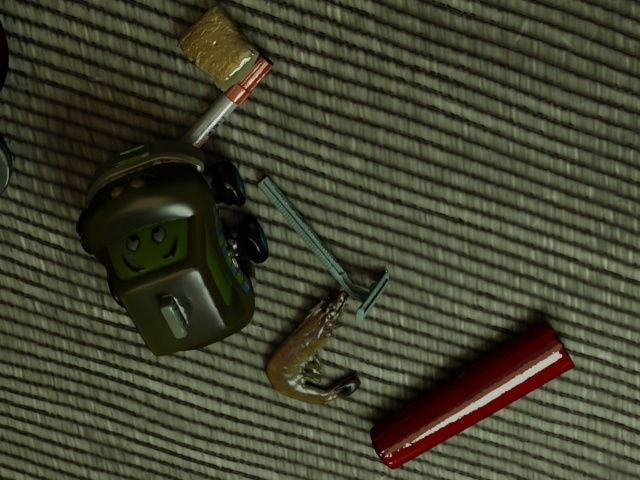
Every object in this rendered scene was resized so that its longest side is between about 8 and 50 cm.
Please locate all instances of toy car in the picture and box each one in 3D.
[{"bbox_3d":[-0.169,0.029,1.107,0.204,0.198,0.248,-19,122,4],"label":"toy car"}]

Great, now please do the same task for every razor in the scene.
[{"bbox_3d":[-0.005,0.003,1.190,0.211,0.084,0.036,46,132,-4],"label":"razor"}]

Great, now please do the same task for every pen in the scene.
[{"bbox_3d":[-0.143,-0.131,1.152,0.028,0.028,0.239,41,105,-13],"label":"pen"}]

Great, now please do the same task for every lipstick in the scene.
[{"bbox_3d":[0.192,0.204,1.248,0.280,0.073,0.073,-33,106,10],"label":"lipstick"}]

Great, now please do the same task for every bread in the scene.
[{"bbox_3d":[-0.116,-0.222,1.108,0.070,0.035,0.083,-45,83,13],"label":"bread"}]

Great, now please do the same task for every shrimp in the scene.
[{"bbox_3d":[0.012,0.148,1.248,0.124,0.034,0.178,35,107,-14],"label":"shrimp"}]

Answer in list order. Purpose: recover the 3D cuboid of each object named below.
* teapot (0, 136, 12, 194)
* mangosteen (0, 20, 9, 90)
[{"bbox_3d":[-0.423,-0.095,1.134,0.124,0.091,0.092,3,109,-7],"label":"teapot"},{"bbox_3d":[-0.447,-0.213,1.062,0.200,0.200,0.199,0,110,0],"label":"mangosteen"}]
